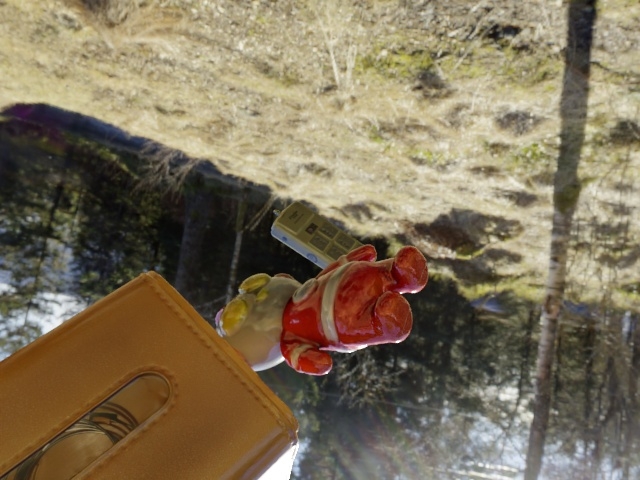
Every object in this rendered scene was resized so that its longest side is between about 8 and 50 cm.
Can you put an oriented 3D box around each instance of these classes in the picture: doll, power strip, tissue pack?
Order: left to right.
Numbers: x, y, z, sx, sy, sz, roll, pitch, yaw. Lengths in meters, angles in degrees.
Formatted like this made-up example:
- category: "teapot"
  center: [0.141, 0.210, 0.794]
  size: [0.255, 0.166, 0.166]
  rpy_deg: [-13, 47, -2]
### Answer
- category: "tissue pack"
  center: [-0.174, 0.180, 0.374]
  size: [0.194, 0.274, 0.145]
  rpy_deg: [41, 146, 18]
- category: "doll"
  center: [-0.020, 0.066, 0.486]
  size: [0.245, 0.142, 0.076]
  rpy_deg: [-14, 120, 38]
- category: "power strip"
  center: [0.000, 0.000, 0.798]
  size: [0.169, 0.076, 0.028]
  rpy_deg: [33, 135, 5]
